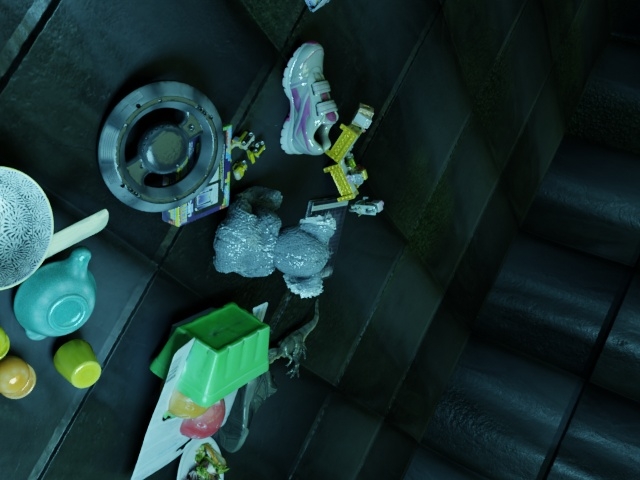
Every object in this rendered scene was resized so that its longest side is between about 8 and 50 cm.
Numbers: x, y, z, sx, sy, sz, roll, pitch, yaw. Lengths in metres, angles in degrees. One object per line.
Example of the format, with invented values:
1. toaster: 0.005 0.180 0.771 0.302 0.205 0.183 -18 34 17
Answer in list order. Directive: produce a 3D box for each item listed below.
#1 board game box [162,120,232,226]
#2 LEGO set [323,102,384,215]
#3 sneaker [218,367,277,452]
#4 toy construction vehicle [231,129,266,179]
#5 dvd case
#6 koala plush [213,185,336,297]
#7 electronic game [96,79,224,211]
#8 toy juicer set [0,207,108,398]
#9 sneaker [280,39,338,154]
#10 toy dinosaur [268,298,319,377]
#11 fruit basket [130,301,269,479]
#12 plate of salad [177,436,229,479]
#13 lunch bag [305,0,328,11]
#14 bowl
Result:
1. board game box: -0.229 -0.127 1.496 0.141 0.048 0.170 -26 130 -48
2. LEGO set: 0.086 -0.205 1.916 0.107 0.132 0.287 -46 139 -50
3. sneaker: -0.166 0.388 1.904 0.130 0.087 0.228 1 103 -53
4. toy construction vehicle: -0.155 -0.178 1.612 0.098 0.035 0.086 -55 159 -19
5. dvd case: 0.000 0.000 2.002 0.164 0.018 0.221 -13 120 -55
6. koala plush: -0.084 0.013 1.607 0.203 0.221 0.196 -33 139 -76
7. electronic game: -0.267 -0.157 1.361 0.229 0.048 0.229 -17 122 -30
8. toy juicer set: -0.446 0.100 1.258 0.209 0.089 0.329 -11 123 -37
9. sneaker: -0.010 -0.292 1.693 0.103 0.111 0.252 -33 135 -47
10. toy dinosaur: -0.064 0.266 2.031 0.268 0.064 0.118 -41 134 -46
11. fruit basket: -0.255 0.308 1.670 0.327 0.165 0.353 -24 146 -57
12. plate of salad: -0.263 0.543 1.827 0.200 0.048 0.200 -4 90 -68
13. lunch bag: 0.005 -0.515 1.634 0.071 0.053 0.083 -42 150 -38
14. bowl: -0.466 -0.020 1.114 0.170 0.080 0.170 -10 104 -47
